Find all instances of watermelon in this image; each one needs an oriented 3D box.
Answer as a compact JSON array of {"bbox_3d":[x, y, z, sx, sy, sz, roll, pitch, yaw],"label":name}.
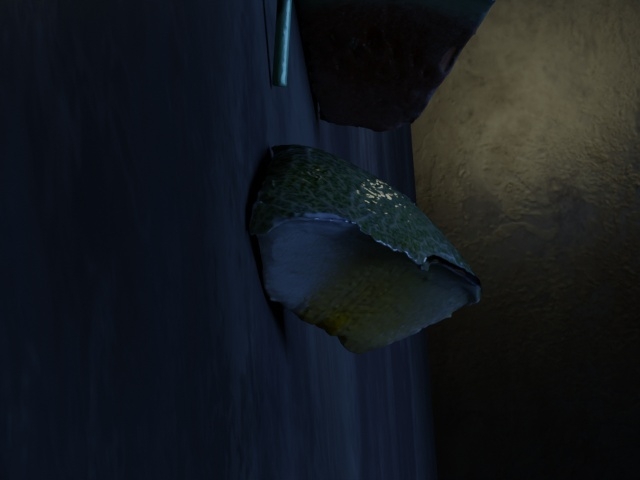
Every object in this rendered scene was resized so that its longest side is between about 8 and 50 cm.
[{"bbox_3d":[0.034,-0.207,1.501,0.318,0.148,0.226,-121,-138,-71],"label":"watermelon"}]

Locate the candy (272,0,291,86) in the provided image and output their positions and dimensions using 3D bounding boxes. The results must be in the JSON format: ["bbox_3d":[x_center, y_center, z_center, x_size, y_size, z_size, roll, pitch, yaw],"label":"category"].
[{"bbox_3d":[-0.018,-0.239,1.183,0.084,0.078,0.287,-8,101,-88],"label":"candy"}]

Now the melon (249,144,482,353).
[{"bbox_3d":[0.001,-0.005,1.117,0.202,0.093,0.139,26,26,-51],"label":"melon"}]
